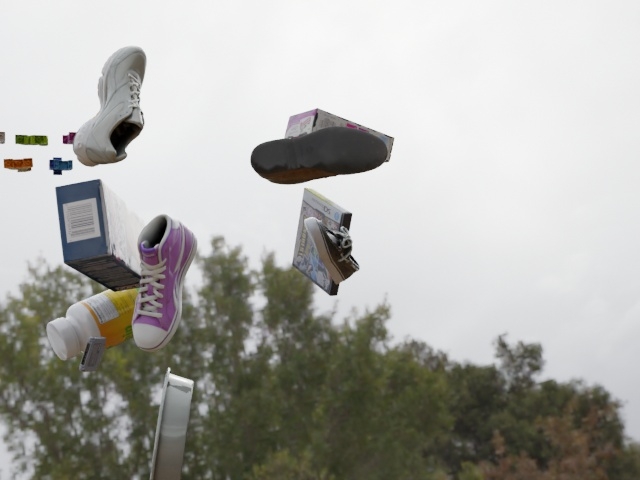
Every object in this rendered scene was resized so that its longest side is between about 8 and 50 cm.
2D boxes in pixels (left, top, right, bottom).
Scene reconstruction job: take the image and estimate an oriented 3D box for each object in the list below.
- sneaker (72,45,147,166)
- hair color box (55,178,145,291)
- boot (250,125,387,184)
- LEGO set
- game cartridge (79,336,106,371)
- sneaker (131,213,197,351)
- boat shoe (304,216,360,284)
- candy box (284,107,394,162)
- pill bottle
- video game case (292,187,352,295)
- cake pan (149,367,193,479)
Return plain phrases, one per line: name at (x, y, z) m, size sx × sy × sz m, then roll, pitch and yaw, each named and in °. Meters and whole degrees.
sneaker at (-0.380, -0.260, 1.724) m, size 0.121 × 0.262 × 0.099 m, roll 8°, pitch -15°, yaw 35°
hair color box at (-0.478, -0.003, 1.972) m, size 0.105 × 0.174 × 0.347 m, roll -10°, pitch -13°, yaw 1°
boot at (0.002, -0.183, 1.988) m, size 0.305 × 0.112 × 0.115 m, roll -4°, pitch -18°, yaw 8°
LEGO set at (-0.600, -0.180, 1.840) m, size 0.227 × 0.087 × 0.093 m, roll -1°, pitch -2°, yaw -21°
game cartridge at (-0.524, 0.262, 2.027) m, size 0.017 × 0.083 × 0.056 m, roll 20°, pitch 3°, yaw 29°
sneaker at (-0.349, 0.081, 1.815) m, size 0.102 × 0.282 × 0.161 m, roll 6°, pitch -17°, yaw 15°
boat shoe at (0.042, 0.019, 2.455) m, size 0.105 × 0.113 × 0.306 m, roll -27°, pitch -40°, yaw 2°
candy box at (0.047, -0.257, 2.228) m, size 0.233 × 0.071 × 0.159 m, roll 16°, pitch -8°, yaw -26°
pill bottle at (-0.544, 0.203, 2.183) m, size 0.246 × 0.136 × 0.136 m, roll -24°, pitch -12°, yaw -35°
video game case at (0.000, 0.000, 2.763) m, size 0.035 × 0.248 × 0.274 m, roll -3°, pitch -67°, yaw -32°
cake pan at (-0.281, 0.388, 1.647) m, size 0.054 × 0.293 × 0.293 m, roll 8°, pitch -24°, yaw -7°
